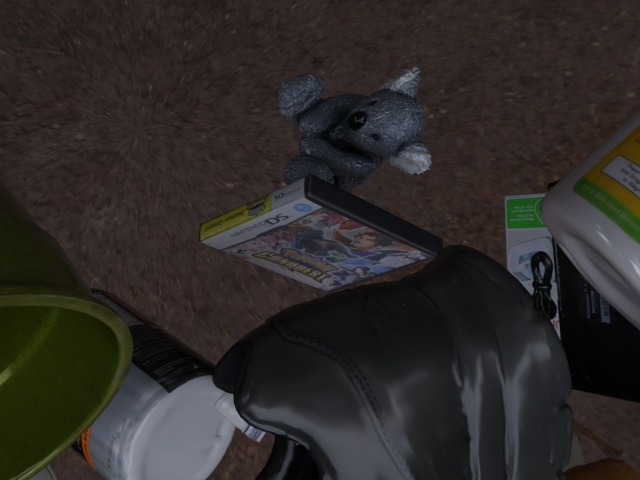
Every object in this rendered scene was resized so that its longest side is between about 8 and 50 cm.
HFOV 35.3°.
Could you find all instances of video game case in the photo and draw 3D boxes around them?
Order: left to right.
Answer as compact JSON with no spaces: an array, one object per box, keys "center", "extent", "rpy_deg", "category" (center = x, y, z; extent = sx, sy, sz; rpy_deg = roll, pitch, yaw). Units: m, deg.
[{"center":[0.000,0.000,1.500],"extent":[0.274,0.248,0.035],"rpy_deg":[24,59,-37],"category":"video game case"}]

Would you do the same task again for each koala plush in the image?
[{"center":[0.077,-0.177,1.595],"extent":[0.203,0.221,0.196],"rpy_deg":[9,71,-49],"category":"koala plush"}]

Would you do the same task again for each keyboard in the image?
[{"center":[0.214,0.040,0.801],"extent":[0.023,0.108,0.180],"rpy_deg":[-25,113,-44],"category":"keyboard"}]

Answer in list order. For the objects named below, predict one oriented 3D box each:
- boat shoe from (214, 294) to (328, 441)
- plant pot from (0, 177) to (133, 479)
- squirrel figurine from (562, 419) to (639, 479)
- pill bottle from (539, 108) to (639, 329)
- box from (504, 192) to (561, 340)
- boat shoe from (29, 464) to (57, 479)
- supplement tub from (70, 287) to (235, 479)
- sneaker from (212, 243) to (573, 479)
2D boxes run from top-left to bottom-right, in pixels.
[{"center":[-0.050,0.146,1.320],"extent":[0.084,0.258,0.095],"rpy_deg":[33,131,3],"category":"boat shoe"},{"center":[-0.362,0.005,0.628],"extent":[0.366,0.366,0.353],"rpy_deg":[-32,70,-5],"category":"plant pot"},{"center":[0.146,0.313,0.732],"extent":[0.281,0.370,0.397],"rpy_deg":[5,116,-35],"category":"squirrel figurine"},{"center":[0.274,-0.056,0.642],"extent":[0.245,0.136,0.136],"rpy_deg":[-42,101,1],"category":"pill bottle"},{"center":[0.395,0.045,1.410],"extent":[0.262,0.126,0.231],"rpy_deg":[-4,92,-37],"category":"box"},{"center":[-0.460,0.322,1.409],"extent":[0.079,0.095,0.254],"rpy_deg":[-8,138,27],"category":"boat shoe"},{"center":[-0.292,0.199,1.406],"extent":[0.207,0.338,0.207],"rpy_deg":[-29,132,-37],"category":"supplement tub"},{"center":[0.020,0.148,0.383],"extent":[0.130,0.109,0.286],"rpy_deg":[-10,100,-21],"category":"sneaker"}]
